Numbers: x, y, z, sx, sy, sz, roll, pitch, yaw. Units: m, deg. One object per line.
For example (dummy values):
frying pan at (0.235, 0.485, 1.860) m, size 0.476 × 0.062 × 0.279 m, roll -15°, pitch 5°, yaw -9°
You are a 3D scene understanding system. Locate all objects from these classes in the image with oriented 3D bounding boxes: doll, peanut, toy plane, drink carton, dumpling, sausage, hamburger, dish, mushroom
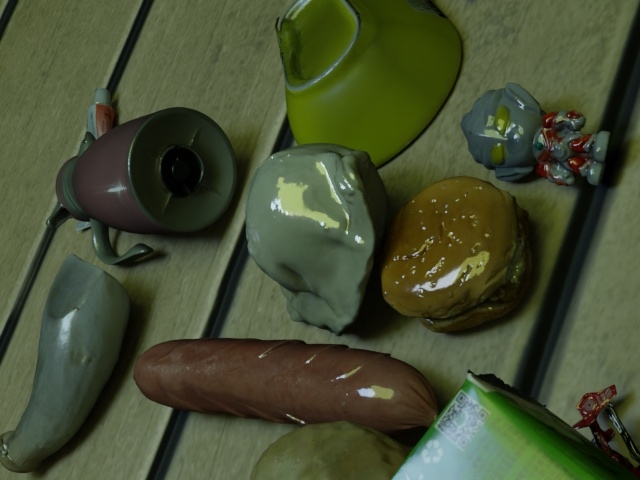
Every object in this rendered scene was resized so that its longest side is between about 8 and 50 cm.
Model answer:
doll at (0.193, -0.095, 1.161) m, size 0.180 × 0.079 × 0.094 m, roll 23°, pitch 115°, yaw 45°
peanut at (0.046, 0.261, 1.021) m, size 0.340 × 0.158 × 0.174 m, roll -113°, pitch 33°, yaw -50°
toy plane at (0.228, 0.178, 0.969) m, size 0.060 × 0.037 × 0.145 m, roll -35°, pitch 46°, yaw 21°
drink carton at (0.187, 0.208, 0.851) m, size 0.271 × 0.161 × 0.108 m, roll 36°, pitch 95°, yaw 37°
dumpling at (0.000, 0.000, 1.245) m, size 0.258 × 0.147 × 0.193 m, roll 143°, pitch 124°, yaw -66°
sausage at (-0.045, 0.141, 1.245) m, size 0.433 × 0.088 × 0.088 m, roll 0°, pitch 66°, yaw 45°
hamburger at (0.124, 0.010, 1.152) m, size 0.147 × 0.083 × 0.138 m, roll -17°, pitch 50°, yaw 36°
dish at (0.027, -0.208, 1.374) m, size 0.221 × 0.108 × 0.262 m, roll -37°, pitch 44°, yaw 23°
mushroom at (-0.306, 0.158, 1.499) m, size 0.118 × 0.103 × 0.270 m, roll 19°, pitch 86°, yaw 50°

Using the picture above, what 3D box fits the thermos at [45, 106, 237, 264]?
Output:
thermos at (-0.232, -0.061, 1.543) m, size 0.265 × 0.145 × 0.177 m, roll -7°, pitch 86°, yaw 53°

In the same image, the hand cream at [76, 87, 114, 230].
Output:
hand cream at (-0.306, -0.116, 1.729) m, size 0.052 × 0.038 × 0.216 m, roll 135°, pitch 140°, yaw -55°
